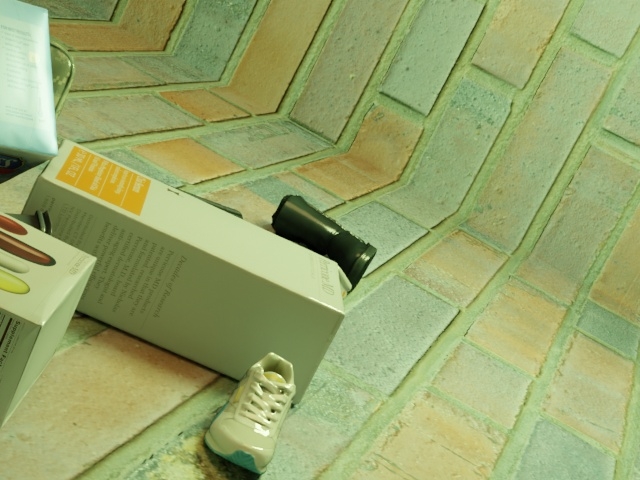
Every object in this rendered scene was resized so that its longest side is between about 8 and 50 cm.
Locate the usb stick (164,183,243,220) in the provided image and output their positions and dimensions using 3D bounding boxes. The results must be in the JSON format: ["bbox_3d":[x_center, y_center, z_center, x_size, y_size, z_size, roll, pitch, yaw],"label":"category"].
[{"bbox_3d":[-0.222,-0.055,2.304,0.077,0.045,0.278,9,-4,24],"label":"usb stick"}]

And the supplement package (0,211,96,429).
[{"bbox_3d":[-0.387,0.068,1.450,0.203,0.149,0.194,26,23,-3],"label":"supplement package"}]

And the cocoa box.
[{"bbox_3d":[-0.555,-0.208,1.754,0.228,0.231,0.347,-19,-19,39],"label":"cocoa box"}]

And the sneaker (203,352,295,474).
[{"bbox_3d":[-0.082,0.211,1.645,0.087,0.092,0.228,27,16,-5],"label":"sneaker"}]

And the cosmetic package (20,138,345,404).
[{"bbox_3d":[-0.204,0.040,1.885,0.453,0.161,0.230,25,15,-10],"label":"cosmetic package"}]

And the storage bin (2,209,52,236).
[{"bbox_3d":[-0.401,0.022,1.679,0.091,0.135,0.098,10,20,-21],"label":"storage bin"}]

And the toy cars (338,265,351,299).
[{"bbox_3d":[-0.143,0.032,2.154,0.394,0.087,0.176,25,-21,-13],"label":"toy cars"}]

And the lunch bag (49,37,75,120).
[{"bbox_3d":[-0.587,-0.290,2.295,0.305,0.212,0.256,24,-2,-13],"label":"lunch bag"}]

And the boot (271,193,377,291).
[{"bbox_3d":[0.000,0.000,2.500,0.207,0.094,0.246,31,8,1],"label":"boot"}]
